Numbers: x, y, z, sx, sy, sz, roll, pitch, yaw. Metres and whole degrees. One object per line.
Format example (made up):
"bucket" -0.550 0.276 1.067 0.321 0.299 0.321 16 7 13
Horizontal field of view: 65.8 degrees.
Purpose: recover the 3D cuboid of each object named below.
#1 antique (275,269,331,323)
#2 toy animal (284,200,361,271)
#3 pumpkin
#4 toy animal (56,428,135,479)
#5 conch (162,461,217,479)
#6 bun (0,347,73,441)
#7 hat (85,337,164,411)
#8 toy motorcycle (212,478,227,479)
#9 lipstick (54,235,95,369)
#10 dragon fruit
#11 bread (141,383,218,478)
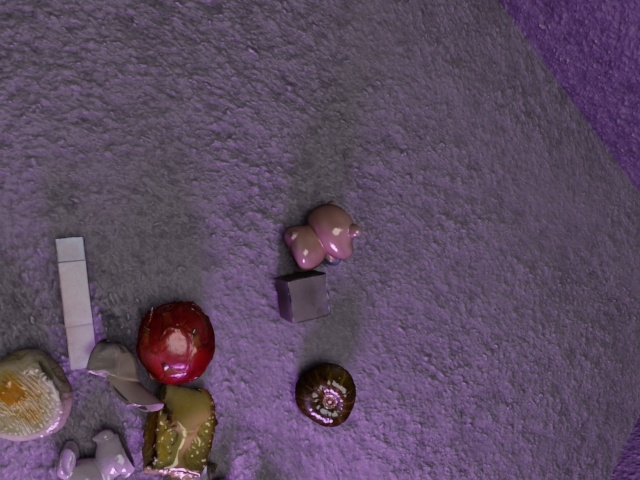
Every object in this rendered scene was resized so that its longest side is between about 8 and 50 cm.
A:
"antique" -0.064 0.184 1.675 0.146 0.148 0.152 -9 96 -24
"toy animal" -0.009 -0.011 1.673 0.221 0.210 0.230 -3 129 -30
"pumpkin" 0.019 0.528 1.729 0.219 0.162 0.219 0 96 1
"toy animal" -0.647 0.642 1.426 0.193 0.127 0.179 -17 96 -23
"conch" -0.410 0.723 1.540 0.234 0.137 0.114 29 91 -43
"bun" -0.782 0.419 1.347 0.243 0.153 0.244 0 92 -5
"hat" -0.536 0.383 1.405 0.226 0.219 0.164 16 64 -1
"toy motorcycle" -0.374 0.850 1.545 0.263 0.157 0.091 -24 100 -24
"lipstick" -0.698 0.175 1.416 0.076 0.079 0.372 -6 95 -26
"dragon fruit" -0.425 0.304 1.470 0.241 0.241 0.252 7 106 -25
"bread" -0.428 0.582 1.514 0.204 0.162 0.262 19 60 -23
